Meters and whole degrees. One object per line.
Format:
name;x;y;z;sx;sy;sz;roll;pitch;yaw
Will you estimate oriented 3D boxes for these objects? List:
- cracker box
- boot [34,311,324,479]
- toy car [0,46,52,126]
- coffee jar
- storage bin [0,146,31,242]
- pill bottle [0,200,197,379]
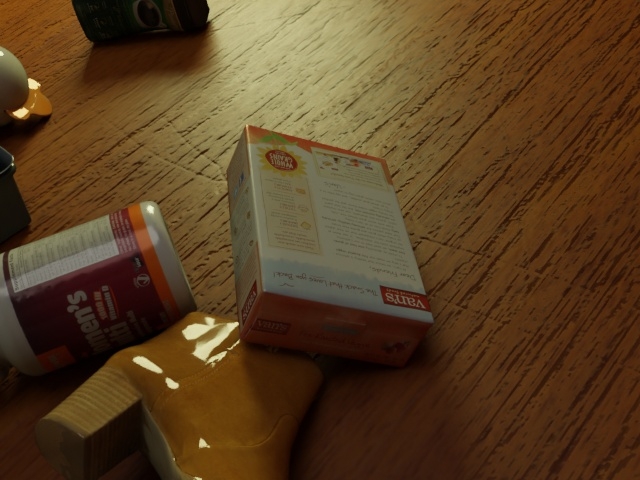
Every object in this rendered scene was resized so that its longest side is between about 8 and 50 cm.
cracker box;0.000;0.000;0.798;0.155;0.067;0.232;13;38;-20
boot;-0.045;0.159;0.664;0.295;0.104;0.211;29;34;21
toy car;-0.468;-0.195;1.108;0.238;0.219;0.210;14;37;-14
coffee jar;-0.257;-0.346;1.249;0.184;0.096;0.079;-4;47;9
storage bin;-0.399;-0.036;0.966;0.135;0.091;0.098;-38;48;-25
pill bottle;-0.238;0.054;0.810;0.221;0.121;0.121;-21;44;-8
